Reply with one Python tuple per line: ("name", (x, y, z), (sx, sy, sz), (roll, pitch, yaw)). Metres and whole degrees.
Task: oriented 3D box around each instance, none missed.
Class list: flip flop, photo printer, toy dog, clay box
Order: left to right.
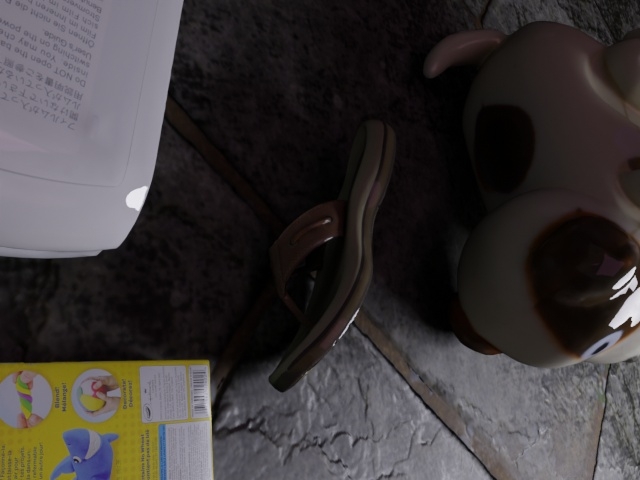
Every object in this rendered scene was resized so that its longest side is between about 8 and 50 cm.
("photo printer", (-0.208, -0.148, 0.417), (0.256, 0.107, 0.307), (22, 63, -40))
("clay box", (-0.167, 0.136, 0.408), (0.222, 0.053, 0.127), (9, 71, -43))
("flip flop", (0.000, 0.000, 0.599), (0.080, 0.112, 0.277), (23, 61, -10))
("toy dog", (0.285, -0.050, 0.779), (0.395, 0.284, 0.408), (32, 55, -20))
